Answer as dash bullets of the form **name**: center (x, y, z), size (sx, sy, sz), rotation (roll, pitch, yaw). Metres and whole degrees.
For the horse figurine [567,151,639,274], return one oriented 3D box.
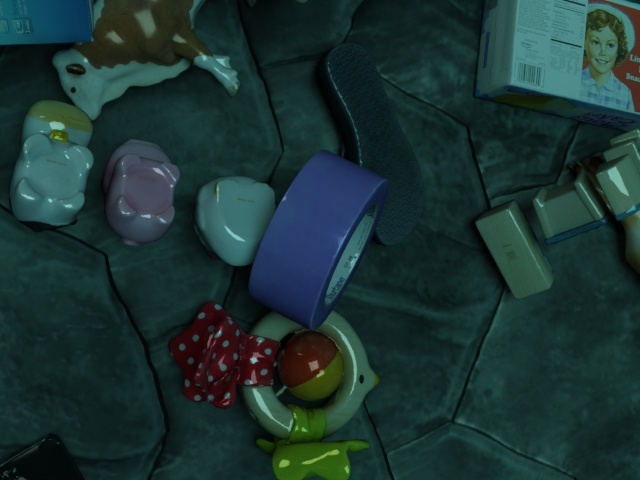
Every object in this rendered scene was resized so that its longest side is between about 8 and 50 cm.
- **horse figurine**: center (0.474, -0.022, 1.235), size (0.174, 0.066, 0.263), rotation (-24, 97, -22)

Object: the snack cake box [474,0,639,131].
- **snack cake box**: center (0.348, -0.249, 1.178), size (0.264, 0.089, 0.152), rotation (9, 84, -21)

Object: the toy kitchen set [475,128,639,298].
- **toy kitchen set**: center (0.342, -0.037, 1.160), size (0.122, 0.207, 0.166), rotation (61, 33, -9)

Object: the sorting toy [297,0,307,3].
- **sorting toy**: center (-0.077, -0.430, 0.958), size (0.255, 0.089, 0.257), rotation (28, 51, -18)

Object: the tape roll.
- **tape roll**: center (0.000, 0.000, 0.976), size (0.080, 0.189, 0.189), rotation (27, 78, 10)

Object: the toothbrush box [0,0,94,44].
- **toothbrush box**: center (-0.369, -0.300, 0.803), size (0.296, 0.126, 0.216), rotation (-6, 135, -11)

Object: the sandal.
- **sandal**: center (0.061, -0.118, 1.091), size (0.097, 0.054, 0.254), rotation (-16, 91, -30)

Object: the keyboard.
- **keyboard**: center (-0.284, 0.304, 0.921), size (0.108, 0.023, 0.180), rotation (-30, 68, -24)

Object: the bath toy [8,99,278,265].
- **bath toy**: center (-0.216, -0.055, 0.942), size (0.348, 0.129, 0.151), rotation (15, 65, -20)

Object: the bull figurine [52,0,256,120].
- **bull figurine**: center (-0.166, -0.263, 0.977), size (0.188, 0.101, 0.310), rotation (23, 83, -22)

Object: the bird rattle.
- **bird rattle**: center (-0.043, 0.163, 1.031), size (0.207, 0.143, 0.253), rotation (-40, 90, -29)
